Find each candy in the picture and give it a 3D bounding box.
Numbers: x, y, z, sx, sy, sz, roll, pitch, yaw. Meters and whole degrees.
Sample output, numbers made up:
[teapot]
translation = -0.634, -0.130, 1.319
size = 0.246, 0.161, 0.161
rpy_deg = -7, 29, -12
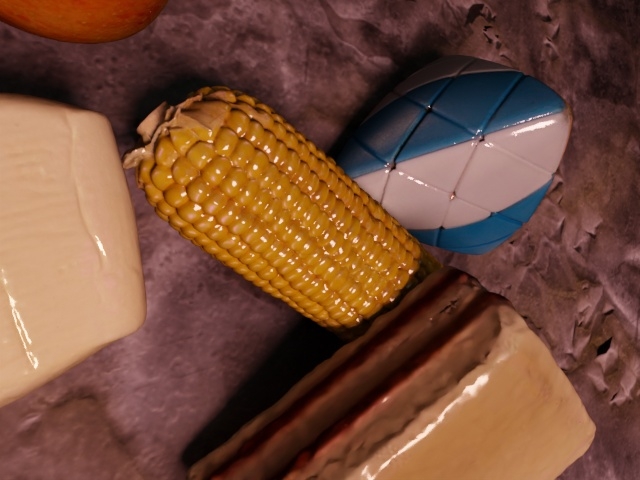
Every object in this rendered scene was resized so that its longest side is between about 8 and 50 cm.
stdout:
[candy]
translation = 0.065, 0.187, 0.504
size = 0.320, 0.135, 0.179
rpy_deg = -37, 121, -3

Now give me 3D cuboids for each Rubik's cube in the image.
[Rubik's cube]
translation = 0.169, -0.126, 0.627
size = 0.254, 0.254, 0.254
rpy_deg = 3, 84, -33

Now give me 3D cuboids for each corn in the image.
[corn]
translation = 0.000, 0.000, 0.552
size = 0.387, 0.144, 0.144
rpy_deg = 34, 68, -26

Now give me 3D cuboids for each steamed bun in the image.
[steamed bun]
translation = -0.249, 0.013, 0.378
size = 0.250, 0.154, 0.200
rpy_deg = -15, 97, -40

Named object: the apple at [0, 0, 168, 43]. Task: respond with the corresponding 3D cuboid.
[apple]
translation = -0.182, -0.242, 0.426
size = 0.196, 0.196, 0.196
rpy_deg = 3, 84, -33
